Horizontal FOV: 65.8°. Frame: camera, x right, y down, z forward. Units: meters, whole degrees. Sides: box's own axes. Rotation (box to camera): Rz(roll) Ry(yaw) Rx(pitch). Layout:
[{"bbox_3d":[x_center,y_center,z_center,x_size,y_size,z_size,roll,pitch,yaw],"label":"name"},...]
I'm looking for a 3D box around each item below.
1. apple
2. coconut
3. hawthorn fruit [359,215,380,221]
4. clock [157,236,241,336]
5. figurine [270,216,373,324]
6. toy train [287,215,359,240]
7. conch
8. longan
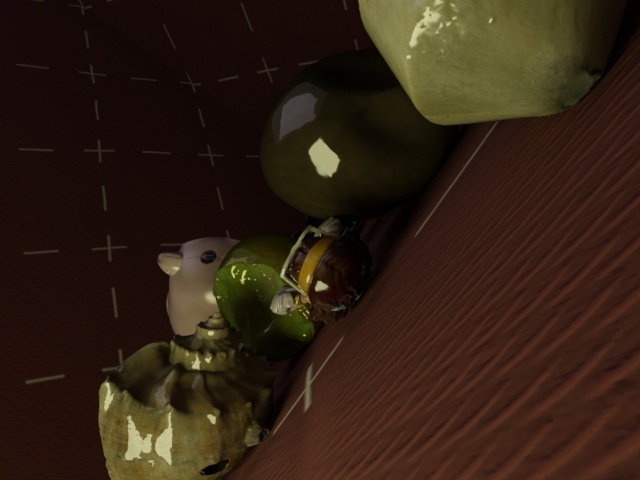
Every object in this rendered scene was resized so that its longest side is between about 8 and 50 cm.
[{"bbox_3d":[-0.099,0.107,0.979,0.246,0.226,0.246,-57,0,0],"label":"apple"},{"bbox_3d":[0.145,-0.196,0.419,0.202,0.222,0.202,-18,-33,-12],"label":"coconut"},{"bbox_3d":[0.056,-0.143,1.104,0.287,0.286,0.331,-88,11,-87],"label":"hawthorn fruit"},{"bbox_3d":[-0.230,0.159,1.252,0.377,0.368,0.251,76,-162,-56],"label":"clock"},{"bbox_3d":[0.011,0.055,0.735,0.175,0.115,0.240,-57,-5,-9],"label":"figurine"},{"bbox_3d":[0.000,0.000,1.487,0.299,0.166,0.238,-54,-4,-3],"label":"toy train"},{"bbox_3d":[-0.190,0.270,0.739,0.186,0.263,0.324,-16,71,53],"label":"conch"},{"bbox_3d":[0.068,-0.171,0.827,0.350,0.289,0.288,-26,1,-1],"label":"longan"}]
